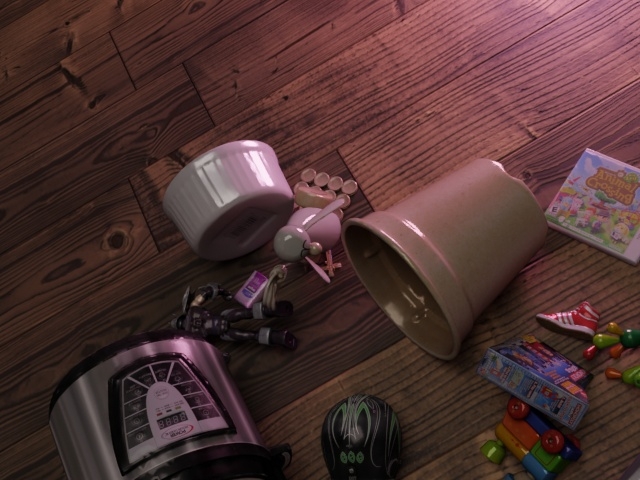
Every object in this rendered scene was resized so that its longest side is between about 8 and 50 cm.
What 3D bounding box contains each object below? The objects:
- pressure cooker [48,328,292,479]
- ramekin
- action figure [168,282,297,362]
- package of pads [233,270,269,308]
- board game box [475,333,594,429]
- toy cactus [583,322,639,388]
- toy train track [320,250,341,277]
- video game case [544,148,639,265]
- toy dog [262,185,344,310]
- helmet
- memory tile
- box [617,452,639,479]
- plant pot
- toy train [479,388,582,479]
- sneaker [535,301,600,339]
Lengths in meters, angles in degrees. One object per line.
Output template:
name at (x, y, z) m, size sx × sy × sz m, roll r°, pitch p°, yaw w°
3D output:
pressure cooker at (-0.277, 0.423, 1.706) m, size 0.370 × 0.375 × 0.420 m, roll -42°, pitch 56°, yaw 18°
ramekin at (-0.191, -0.077, 1.990) m, size 0.277 × 0.277 × 0.135 m, roll -33°, pitch 65°, yaw 1°
action figure at (-0.198, 0.183, 1.941) m, size 0.285 × 0.099 × 0.185 m, roll -1°, pitch 88°, yaw 20°
package of pads at (-0.148, 0.112, 2.011) m, size 0.050 × 0.032 × 0.083 m, roll 33°, pitch 78°, yaw 26°
board game box at (0.414, 0.258, 1.669) m, size 0.194 × 0.194 × 0.060 m, roll 36°, pitch 113°, yaw 30°
toy cactus at (0.611, 0.191, 1.670) m, size 0.219 × 0.112 × 0.180 m, roll 12°, pitch 52°, yaw 43°
toy train track at (0.018, 0.041, 2.001) m, size 0.048 × 0.014 × 0.083 m, roll -14°, pitch 59°, yaw 12°
video game case at (0.590, -0.072, 1.855) m, size 0.212 × 0.023 × 0.193 m, roll 28°, pitch 75°, yaw 29°
toy dog at (0.000, 0.000, 1.872) m, size 0.161 × 0.220 × 0.333 m, roll 12°, pitch 32°, yaw 3°
helmet at (0.078, 0.374, 1.731) m, size 0.169 × 0.169 × 0.161 m, roll -4°, pitch 79°, yaw 17°
memory tile at (0.003, -0.102, 2.082) m, size 0.148 × 0.012 × 0.113 m, roll 18°, pitch 71°, yaw 26°
box at (0.636, 0.448, 1.537) m, size 0.307 × 0.076 × 0.242 m, roll -47°, pitch 59°, yaw -8°
plant pot at (0.260, 0.009, 1.781) m, size 0.305 × 0.334 × 0.334 m, roll -38°, pitch 57°, yaw -15°
toy train at (0.347, 0.350, 1.689) m, size 0.143 × 0.105 × 0.248 m, roll -52°, pitch 53°, yaw 9°
sneaker at (0.482, 0.147, 1.769) m, size 0.118 × 0.042 × 0.067 m, roll 16°, pitch 64°, yaw 31°
